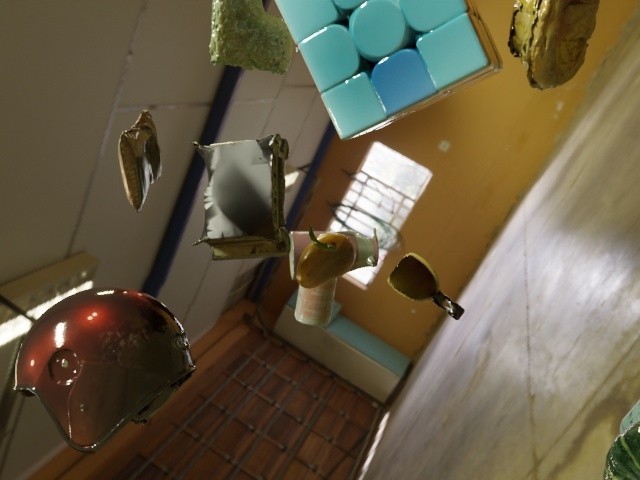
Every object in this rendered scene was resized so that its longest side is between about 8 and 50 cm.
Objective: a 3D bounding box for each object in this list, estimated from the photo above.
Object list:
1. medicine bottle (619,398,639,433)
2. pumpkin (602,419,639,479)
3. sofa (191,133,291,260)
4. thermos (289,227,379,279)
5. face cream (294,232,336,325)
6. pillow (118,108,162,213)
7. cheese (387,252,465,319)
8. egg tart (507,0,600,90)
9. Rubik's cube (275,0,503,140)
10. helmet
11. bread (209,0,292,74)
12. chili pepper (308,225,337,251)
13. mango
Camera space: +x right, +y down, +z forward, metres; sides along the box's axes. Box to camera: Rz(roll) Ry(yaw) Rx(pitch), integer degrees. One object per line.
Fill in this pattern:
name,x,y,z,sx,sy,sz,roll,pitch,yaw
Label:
medicine bottle,0.795,0.462,1.453,0.110,0.110,0.352,-55,-25,-29
pumpkin,0.536,0.369,0.892,0.152,0.211,0.211,-7,-52,-59
sofa,-0.152,-0.092,1.271,0.182,0.200,0.258,21,-115,-72
thermos,0.041,0.031,1.793,0.176,0.265,0.146,-105,15,-52
face cream,-0.006,0.103,1.638,0.101,0.101,0.251,-38,-42,-68
pillow,-0.307,-0.143,1.024,0.211,0.034,0.135,-97,0,-64
cheese,0.217,0.099,1.191,0.086,0.162,0.036,-51,-24,0
egg tart,0.387,-0.370,0.998,0.241,0.106,0.241,-30,-48,-41
Rubik's cube,0.142,-0.386,1.111,0.290,0.291,0.291,-22,7,24
helmet,-0.268,0.154,0.756,0.189,0.216,0.193,45,-137,-84
bread,-0.150,-0.405,1.151,0.172,0.232,0.064,-42,28,-11
chili pepper,0.000,0.000,1.290,0.030,0.083,0.017,-50,-19,-15
mango,0.012,0.045,1.468,0.178,0.090,0.115,-21,-67,-34
